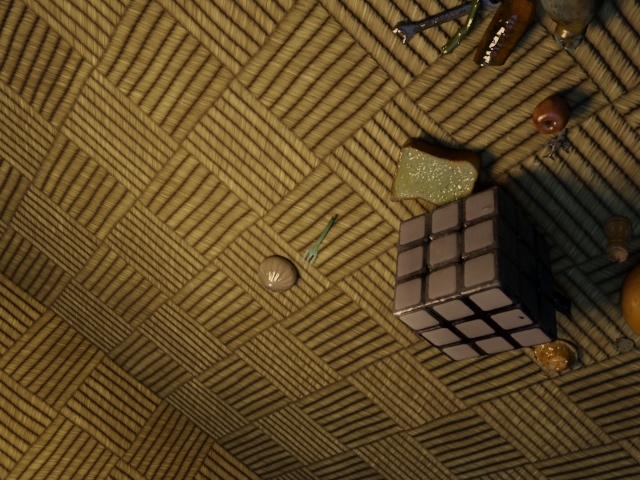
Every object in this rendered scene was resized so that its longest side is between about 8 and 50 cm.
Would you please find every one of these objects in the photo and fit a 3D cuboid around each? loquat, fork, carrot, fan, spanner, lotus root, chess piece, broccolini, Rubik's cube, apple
[{"bbox_3d":[0.853,0.143,1.466,0.244,0.244,0.244,13,131,16],"label":"loquat"},{"bbox_3d":[0.000,-0.001,1.895,0.039,0.021,0.235,29,132,-4],"label":"fork"},{"bbox_3d":[0.397,-0.446,1.299,0.082,0.082,0.173,25,134,5],"label":"carrot"},{"bbox_3d":[0.880,0.303,1.732,0.083,0.004,0.056,20,132,10],"label":"fan"},{"bbox_3d":[0.278,-0.499,1.356,0.254,0.015,0.054,-11,123,32],"label":"spanner"},{"bbox_3d":[0.479,-0.515,1.153,0.140,0.158,0.322,-10,129,32],"label":"lotus root"},{"bbox_3d":[0.724,0.000,1.478,0.066,0.122,0.066,13,131,15],"label":"chess piece"},{"bbox_3d":[0.286,-0.530,1.290,0.123,0.062,0.271,31,132,21],"label":"broccolini"},{"bbox_3d":[0.392,0.094,1.548,0.304,0.305,0.301,-24,131,36],"label":"Rubik's cube"},{"bbox_3d":[0.525,-0.285,1.378,0.084,0.071,0.084,19,139,18],"label":"apple"}]

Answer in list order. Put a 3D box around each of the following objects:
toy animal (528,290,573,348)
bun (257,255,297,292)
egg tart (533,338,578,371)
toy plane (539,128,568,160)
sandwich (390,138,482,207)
[{"bbox_3d":[0.557,0.203,1.729,0.298,0.122,0.185,5,139,31],"label":"toy animal"},{"bbox_3d":[-0.153,0.126,2.023,0.138,0.094,0.138,16,134,17],"label":"bun"},{"bbox_3d":[0.707,0.351,1.826,0.129,0.049,0.129,13,130,17],"label":"egg tart"},{"bbox_3d":[0.559,-0.226,1.440,0.078,0.024,0.084,13,134,-9],"label":"toy plane"},{"bbox_3d":[0.300,-0.163,1.587,0.214,0.065,0.186,17,132,10],"label":"sandwich"}]
